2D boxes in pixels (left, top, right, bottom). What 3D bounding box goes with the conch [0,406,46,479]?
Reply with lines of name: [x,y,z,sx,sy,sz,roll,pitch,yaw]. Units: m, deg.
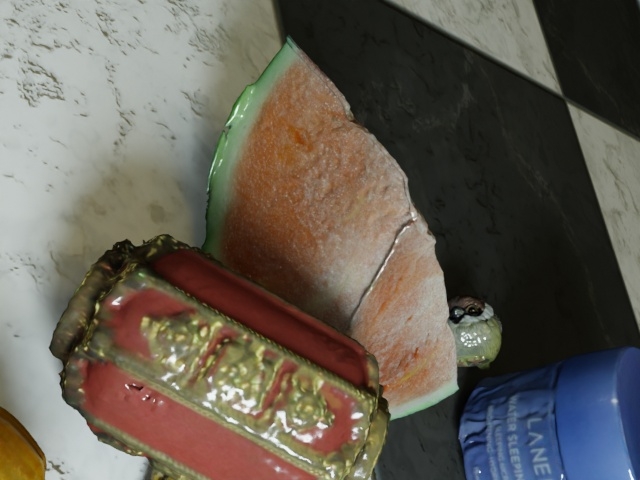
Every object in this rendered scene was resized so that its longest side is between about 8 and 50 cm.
conch: [-0.272,0.122,0.553,0.330,0.109,0.093,45,-4,5]

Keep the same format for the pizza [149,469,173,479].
pizza: [-0.080,0.288,0.720,0.188,0.062,0.199,27,54,-23]

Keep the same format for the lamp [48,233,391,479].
lamp: [-0.078,0.114,0.684,0.274,0.177,0.177,32,43,-8]

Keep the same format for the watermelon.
watermelon: [-0.020,0.025,0.857,0.292,0.222,0.319,50,-15,33]

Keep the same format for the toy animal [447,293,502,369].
toy animal: [0.203,0.126,1.151,0.137,0.098,0.098,36,42,-58]

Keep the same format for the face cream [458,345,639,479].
face cream: [0.331,0.279,1.105,0.249,0.225,0.249,30,49,-43]
